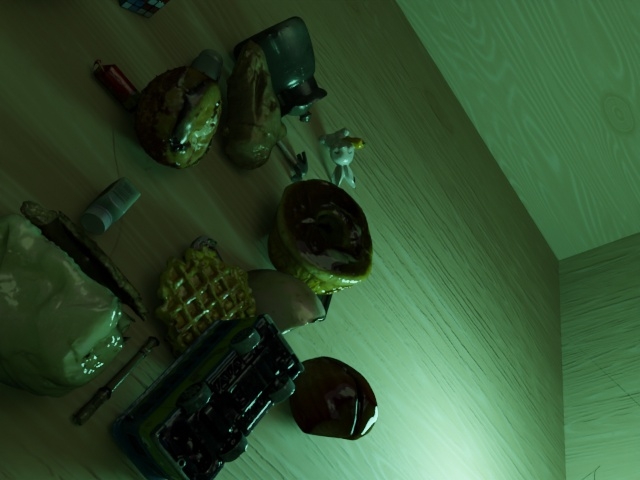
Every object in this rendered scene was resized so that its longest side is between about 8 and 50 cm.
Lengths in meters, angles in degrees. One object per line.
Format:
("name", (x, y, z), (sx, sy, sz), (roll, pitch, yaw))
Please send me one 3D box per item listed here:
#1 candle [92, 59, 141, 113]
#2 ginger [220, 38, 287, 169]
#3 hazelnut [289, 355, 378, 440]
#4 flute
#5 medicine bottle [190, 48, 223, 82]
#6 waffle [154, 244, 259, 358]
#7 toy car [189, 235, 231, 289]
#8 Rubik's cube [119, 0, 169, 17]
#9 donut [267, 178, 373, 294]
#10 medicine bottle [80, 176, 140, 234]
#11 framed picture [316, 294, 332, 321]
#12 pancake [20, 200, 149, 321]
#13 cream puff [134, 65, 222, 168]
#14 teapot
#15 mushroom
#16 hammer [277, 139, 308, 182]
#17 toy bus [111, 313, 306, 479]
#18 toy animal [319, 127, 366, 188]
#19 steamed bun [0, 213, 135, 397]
("candle", (-0.445, -0.343, 1.439), (0.131, 0.052, 0.052), (48, 36, -24))
("ginger", (-0.181, -0.359, 1.725), (0.190, 0.126, 0.354), (-4, 84, -27))
("hazelnut", (0.029, 0.365, 1.535), (0.212, 0.181, 0.181), (18, 75, -38))
("flute", (-0.363, 0.248, 1.181), (0.027, 0.027, 0.233), (57, 33, -13))
("medicine bottle", (-0.298, -0.430, 1.686), (0.080, 0.080, 0.130), (45, 37, -29))
("waffle", (-0.234, 0.154, 1.365), (0.262, 0.060, 0.280), (24, 62, -38))
("toy car", (-0.247, 0.057, 1.455), (0.069, 0.055, 0.142), (-49, 120, -45))
("Rubik's cube", (-0.435, -0.619, 1.602), (0.092, 0.092, 0.092), (6, 65, -54))
("donut", (0.000, 0.000, 1.739), (0.330, 0.160, 0.330), (19, 48, -22))
("medicine bottle", (-0.412, -0.065, 1.275), (0.055, 0.074, 0.118), (52, 35, -21))
("framed picture", (-0.014, 0.118, 1.782), (0.128, 0.023, 0.168), (49, 35, -24))
("pancake", (-0.404, 0.055, 1.152), (0.257, 0.212, 0.056), (40, 64, 15))
("cream puff", (-0.316, -0.276, 1.448), (0.164, 0.240, 0.240), (30, 36, 2))
("teapot", (-0.113, -0.476, 1.931), (0.223, 0.305, 0.285), (-31, 106, -19))
("mushroom", (-0.082, 0.129, 1.545), (0.236, 0.162, 0.173), (-14, 83, -60))
("hammer", (-0.131, -0.300, 1.887), (0.288, 0.033, 0.111), (51, 35, -21))
("toy bus", (-0.196, 0.285, 1.188), (0.312, 0.190, 0.152), (-47, 113, -39))
("toy animal", (0.079, -0.266, 2.086), (0.127, 0.131, 0.182), (82, -8, -52))
("steamed bun", (-0.442, 0.112, 0.990), (0.280, 0.268, 0.207), (45, 70, -7))
